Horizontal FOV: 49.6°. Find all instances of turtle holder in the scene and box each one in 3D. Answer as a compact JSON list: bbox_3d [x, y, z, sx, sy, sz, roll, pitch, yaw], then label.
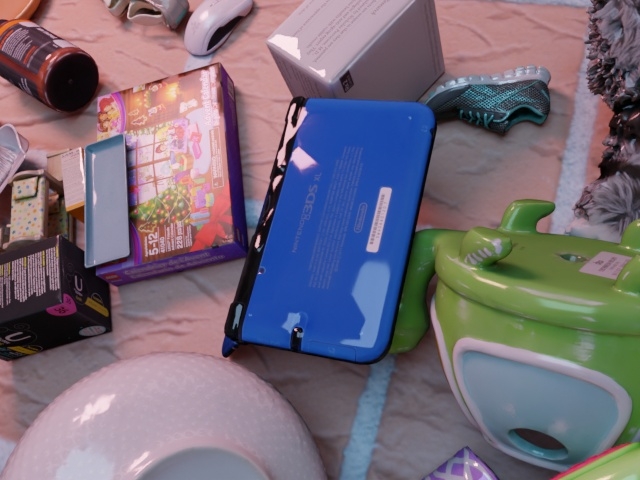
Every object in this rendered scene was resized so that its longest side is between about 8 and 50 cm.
[{"bbox_3d":[0.203,0.091,0.677,0.320,0.243,0.227,4,105,4],"label":"turtle holder"}]

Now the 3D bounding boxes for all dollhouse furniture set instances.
[{"bbox_3d":[-0.448,-0.049,1.000,0.161,0.101,0.182,-14,65,10],"label":"dollhouse furniture set"}]

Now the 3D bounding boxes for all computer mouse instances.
[{"bbox_3d":[-0.145,-0.371,1.083,0.106,0.042,0.193,35,81,25],"label":"computer mouse"}]

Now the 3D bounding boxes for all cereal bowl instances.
[{"bbox_3d":[-0.132,0.272,0.652,0.339,0.141,0.339,6,76,-25],"label":"cereal bowl"}]

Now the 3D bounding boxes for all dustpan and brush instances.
[{"bbox_3d":[-0.503,-0.138,1.071,0.147,0.060,0.211,-47,30,16],"label":"dustpan and brush"}]

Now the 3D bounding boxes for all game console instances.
[{"bbox_3d":[0.000,0.000,0.807,0.250,0.173,0.293,7,71,21],"label":"game console"}]

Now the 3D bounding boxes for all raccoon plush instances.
[{"bbox_3d":[0.393,-0.213,0.829,0.216,0.299,0.446,35,113,11],"label":"raccoon plush"}]

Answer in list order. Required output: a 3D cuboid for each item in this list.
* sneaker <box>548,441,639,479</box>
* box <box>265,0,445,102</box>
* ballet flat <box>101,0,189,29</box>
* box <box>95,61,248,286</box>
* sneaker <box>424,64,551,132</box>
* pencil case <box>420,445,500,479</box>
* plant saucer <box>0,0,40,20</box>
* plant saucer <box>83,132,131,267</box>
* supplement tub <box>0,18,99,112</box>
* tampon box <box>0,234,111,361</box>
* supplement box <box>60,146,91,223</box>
[{"bbox_3d":[0.207,0.289,0.523,0.483,0.185,0.202,-35,57,18],"label":"sneaker"},{"bbox_3d":[0.052,-0.236,0.891,0.119,0.181,0.182,40,83,26],"label":"box"},{"bbox_3d":[-0.311,-0.391,1.125,0.213,0.072,0.068,21,79,22],"label":"ballet flat"},{"bbox_3d":[-0.214,-0.096,0.978,0.201,0.057,0.293,-14,65,11],"label":"box"},{"bbox_3d":[0.215,-0.171,0.886,0.166,0.065,0.076,-11,69,13],"label":"sneaker"},{"bbox_3d":[0.104,0.303,0.705,0.206,0.086,0.088,-39,98,0],"label":"pencil case"},{"bbox_3d":[-0.576,-0.433,1.237,0.200,0.037,0.200,-6,67,14],"label":"plant saucer"},{"bbox_3d":[-0.289,-0.055,0.941,0.067,0.018,0.192,-16,65,13],"label":"plant saucer"},{"bbox_3d":[-0.453,-0.287,1.101,0.198,0.106,0.106,31,79,24],"label":"supplement tub"},{"bbox_3d":[-0.379,0.080,0.915,0.161,0.120,0.101,-17,64,9],"label":"tampon box"},{"bbox_3d":[-0.340,-0.077,1.004,0.036,0.062,0.098,-20,65,8],"label":"supplement box"}]
